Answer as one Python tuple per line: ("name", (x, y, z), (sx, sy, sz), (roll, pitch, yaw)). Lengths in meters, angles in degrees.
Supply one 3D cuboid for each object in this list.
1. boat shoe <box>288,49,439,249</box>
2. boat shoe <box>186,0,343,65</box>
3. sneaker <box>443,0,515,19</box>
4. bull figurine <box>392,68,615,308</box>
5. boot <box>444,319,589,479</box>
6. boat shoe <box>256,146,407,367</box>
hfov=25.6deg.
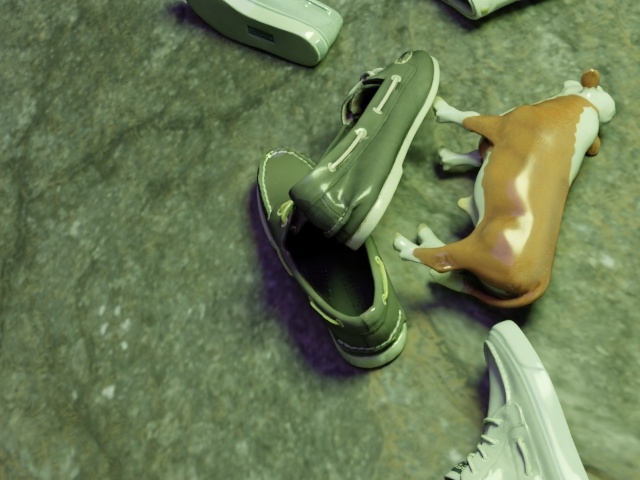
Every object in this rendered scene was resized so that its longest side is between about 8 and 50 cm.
("boat shoe", (0.052, -0.127, 1.548), (0.095, 0.112, 0.335), (33, 41, -10))
("boat shoe", (-0.073, -0.294, 1.777), (0.227, 0.079, 0.081), (27, 62, 22))
("sneaker", (0.178, -0.399, 1.750), (0.169, 0.108, 0.292), (-24, 56, -4))
("bull figurine", (0.205, -0.069, 1.534), (0.188, 0.101, 0.310), (6, 57, 24))
("boot", (0.176, 0.202, 1.365), (0.123, 0.095, 0.258), (-17, 56, -4))
("boat shoe", (0.004, -0.002, 1.549), (0.109, 0.091, 0.305), (-27, 55, -3))
